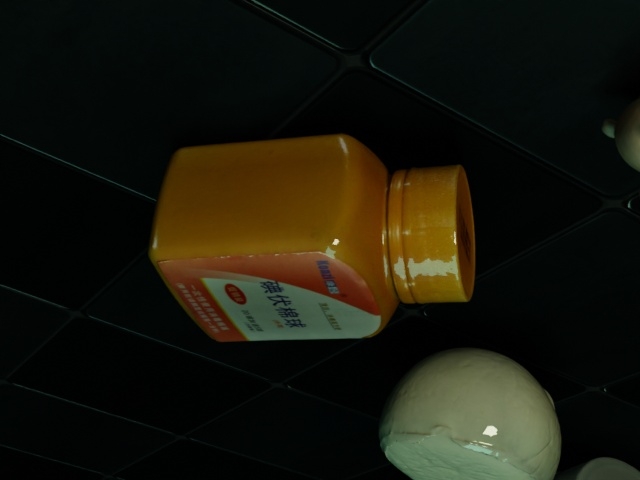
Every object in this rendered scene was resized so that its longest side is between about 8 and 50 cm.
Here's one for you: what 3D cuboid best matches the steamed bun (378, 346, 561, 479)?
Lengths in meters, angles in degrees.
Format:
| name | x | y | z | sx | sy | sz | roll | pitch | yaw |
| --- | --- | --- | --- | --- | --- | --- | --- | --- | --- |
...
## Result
| name | x | y | z | sx | sy | sz | roll | pitch | yaw |
| --- | --- | --- | --- | --- | --- | --- | --- | --- | --- |
| steamed bun | 0.158 | 0.186 | 0.977 | 0.177 | 0.130 | 0.228 | 3 | 151 | 26 |

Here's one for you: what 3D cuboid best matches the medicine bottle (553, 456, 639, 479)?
| name | x | y | z | sx | sy | sz | roll | pitch | yaw |
| --- | --- | --- | --- | --- | --- | --- | --- | --- | --- |
| medicine bottle | 0.289 | 0.426 | 1.231 | 0.245 | 0.245 | 0.306 | 24 | 137 | -25 |

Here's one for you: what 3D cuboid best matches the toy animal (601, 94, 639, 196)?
| name | x | y | z | sx | sy | sz | roll | pitch | yaw |
| --- | --- | --- | --- | --- | --- | --- | --- | --- | --- |
| toy animal | 0.227 | -0.073 | 0.615 | 0.082 | 0.091 | 0.114 | 24 | 178 | 3 |

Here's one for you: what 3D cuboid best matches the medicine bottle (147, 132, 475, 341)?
| name | x | y | z | sx | sy | sz | roll | pitch | yaw |
| --- | --- | --- | --- | --- | --- | --- | --- | --- | --- |
| medicine bottle | 0.000 | 0.001 | 0.727 | 0.222 | 0.112 | 0.149 | -3 | 147 | 16 |
